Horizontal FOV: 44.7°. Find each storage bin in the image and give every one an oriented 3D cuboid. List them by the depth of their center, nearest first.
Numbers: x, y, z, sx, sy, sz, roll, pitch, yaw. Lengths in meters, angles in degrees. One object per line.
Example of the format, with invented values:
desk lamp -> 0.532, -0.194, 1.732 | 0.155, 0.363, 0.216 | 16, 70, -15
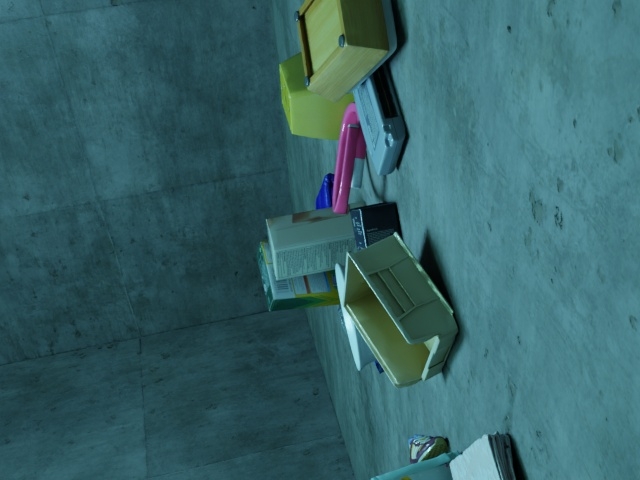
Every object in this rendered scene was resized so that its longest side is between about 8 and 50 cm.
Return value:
storage bin -> 0.168, 0.162, 1.701 | 0.260, 0.123, 0.262 | 57, 163, 26

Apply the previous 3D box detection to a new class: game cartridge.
game cartridge -> 0.127, -0.312, 1.788 | 0.198, 0.062, 0.298 | 88, 169, -70

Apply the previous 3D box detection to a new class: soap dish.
soap dish -> 0.046, -0.454, 1.670 | 0.291, 0.118, 0.229 | 151, 112, -67

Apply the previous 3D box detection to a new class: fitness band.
fitness band -> 0.073, -0.213, 2.016 | 0.209, 0.054, 0.291 | -152, 70, -82

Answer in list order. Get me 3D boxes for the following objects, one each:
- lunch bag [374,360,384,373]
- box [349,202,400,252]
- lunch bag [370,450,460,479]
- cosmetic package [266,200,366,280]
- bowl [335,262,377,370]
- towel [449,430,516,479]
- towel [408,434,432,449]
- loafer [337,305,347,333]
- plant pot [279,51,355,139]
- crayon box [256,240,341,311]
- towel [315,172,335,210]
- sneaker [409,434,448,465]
lunch bag -> 0.182, 0.327, 2.253 | 0.067, 0.065, 0.098 | 64, -175, -49
box -> 0.141, -0.011, 1.951 | 0.156, 0.093, 0.159 | -157, 56, -82
lunch bag -> 0.224, 0.605, 1.726 | 0.160, 0.223, 0.263 | -142, 42, -69
cosmetic package -> 0.000, 0.000, 2.258 | 0.153, 0.295, 0.129 | 90, 168, -48
bowl -> 0.135, 0.193, 2.108 | 0.298, 0.134, 0.298 | 168, 90, -86
towel -> 0.335, 0.540, 1.452 | 0.332, 0.053, 0.317 | 97, 161, -66
towel -> 0.291, 0.651, 2.026 | 0.209, 0.034, 0.285 | 115, 144, -76
loafer -> 0.101, 0.153, 2.511 | 0.109, 0.095, 0.303 | -22, 73, 48
plant pot -> -0.007, -0.404, 2.138 | 0.212, 0.187, 0.212 | 89, 169, -51
crayon box -> -0.016, 0.097, 2.377 | 0.083, 0.322, 0.203 | 113, 148, -53
towel -> 0.030, -0.094, 2.733 | 0.308, 0.076, 0.228 | 117, 140, -78
sneaker -> 0.253, 0.506, 1.897 | 0.186, 0.069, 0.084 | 107, 151, -49
